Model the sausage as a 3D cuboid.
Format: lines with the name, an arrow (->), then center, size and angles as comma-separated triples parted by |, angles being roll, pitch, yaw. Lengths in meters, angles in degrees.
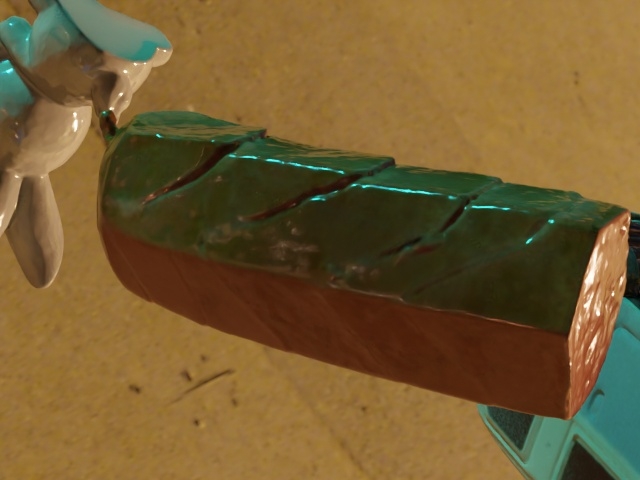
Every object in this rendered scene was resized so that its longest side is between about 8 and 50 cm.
sausage -> 0.000, 0.001, 0.397 | 0.065, 0.169, 0.065 | -42, 138, -52

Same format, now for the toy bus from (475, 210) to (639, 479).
toy bus -> 0.192, 0.100, 0.742 | 0.133, 0.165, 0.271 | 7, 25, -31

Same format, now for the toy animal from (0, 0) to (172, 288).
toy animal -> -0.189, -0.071, 0.854 | 0.131, 0.182, 0.127 | 20, 37, -37
